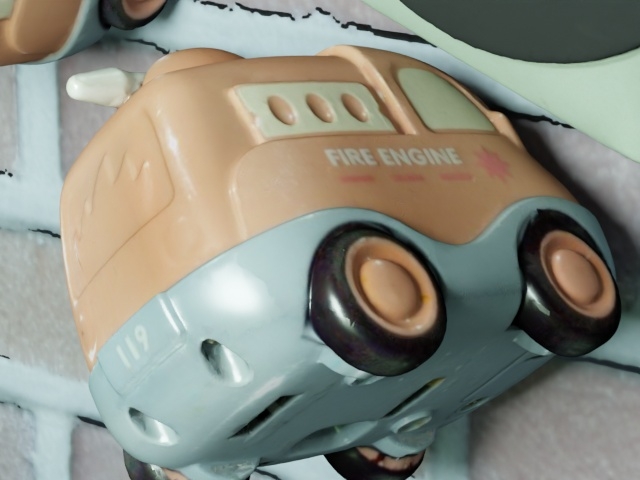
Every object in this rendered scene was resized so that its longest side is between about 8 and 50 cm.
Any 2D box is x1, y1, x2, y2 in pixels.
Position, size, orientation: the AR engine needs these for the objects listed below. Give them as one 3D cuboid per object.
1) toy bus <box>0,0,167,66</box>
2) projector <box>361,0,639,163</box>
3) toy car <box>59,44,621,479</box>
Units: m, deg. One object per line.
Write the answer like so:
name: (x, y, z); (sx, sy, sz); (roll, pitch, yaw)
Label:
toy bus: (-0.197, -0.226, 0.910); (0.194, 0.232, 0.287); (29, 121, 26)
projector: (0.104, -0.198, 0.791); (0.257, 0.079, 0.259); (33, 137, 16)
toy car: (0.000, 0.000, 0.850); (0.180, 0.270, 0.212); (-42, 62, 40)
